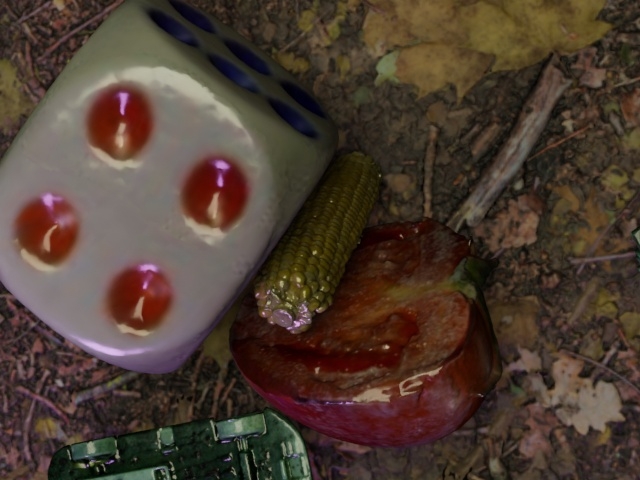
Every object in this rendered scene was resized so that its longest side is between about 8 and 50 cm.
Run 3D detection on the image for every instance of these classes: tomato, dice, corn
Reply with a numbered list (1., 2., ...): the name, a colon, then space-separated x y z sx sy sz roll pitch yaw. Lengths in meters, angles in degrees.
1. tomato: 0.063 0.126 1.654 0.309 0.309 0.170 -22 120 9
2. dice: -0.167 -0.064 1.634 0.277 0.304 0.304 38 105 -2
3. corn: 0.000 0.000 1.651 0.086 0.288 0.086 10 126 14

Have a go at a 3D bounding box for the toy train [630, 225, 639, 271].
1. toy train: 0.394 0.053 1.615 0.083 0.132 0.200 -33 79 6

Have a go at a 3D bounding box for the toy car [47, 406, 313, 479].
1. toy car: -0.144 0.265 1.706 0.306 0.125 0.136 -13 85 16
